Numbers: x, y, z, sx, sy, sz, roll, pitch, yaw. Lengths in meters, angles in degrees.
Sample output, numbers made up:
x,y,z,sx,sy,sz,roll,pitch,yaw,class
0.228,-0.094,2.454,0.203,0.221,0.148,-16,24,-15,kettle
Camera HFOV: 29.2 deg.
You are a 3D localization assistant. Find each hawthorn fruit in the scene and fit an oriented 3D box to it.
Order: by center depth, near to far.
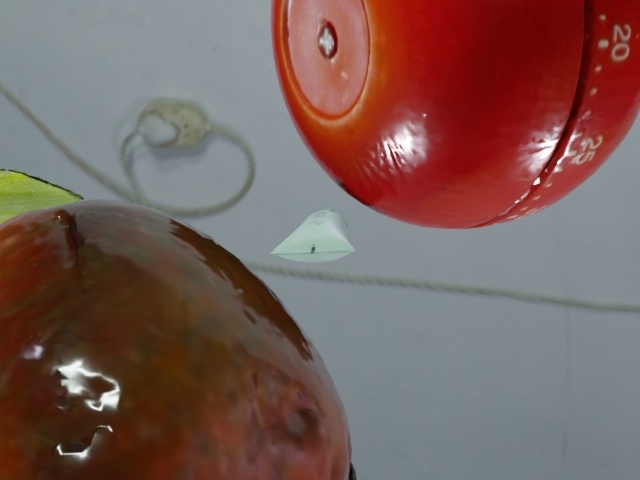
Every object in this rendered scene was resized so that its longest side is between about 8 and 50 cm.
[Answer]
x,y,z,sx,sy,sz,roll,pitch,yaw,class
-0.089,0.136,0.682,0.307,0.276,0.276,28,123,-32,hawthorn fruit

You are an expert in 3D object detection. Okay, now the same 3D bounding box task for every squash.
x,y,z,sx,sy,sz,roll,pitch,yaw,class
-0.356,-0.044,1.356,0.090,0.200,0.075,21,104,55,squash

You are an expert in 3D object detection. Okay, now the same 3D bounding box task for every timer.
x,y,z,sx,sy,sz,roll,pitch,yaw,class
0.117,-0.197,1.131,0.378,0.279,0.378,20,115,53,timer

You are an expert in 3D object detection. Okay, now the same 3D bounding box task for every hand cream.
x,y,z,sx,sy,sz,roll,pitch,yaw,class
0.000,0.000,1.223,0.078,0.205,0.050,0,96,4,hand cream
